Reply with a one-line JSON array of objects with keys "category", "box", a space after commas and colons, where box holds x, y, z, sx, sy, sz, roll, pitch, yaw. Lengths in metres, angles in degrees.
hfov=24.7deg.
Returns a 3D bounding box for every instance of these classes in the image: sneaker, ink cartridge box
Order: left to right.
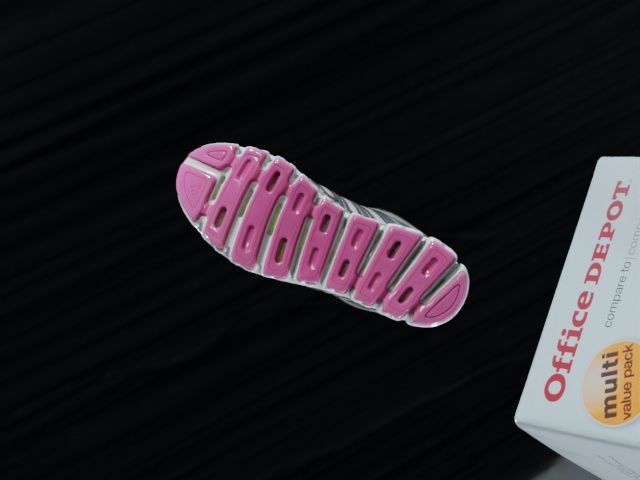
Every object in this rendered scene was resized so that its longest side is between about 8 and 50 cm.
[{"category": "sneaker", "box": [0.000, 0.000, 0.805, 0.170, 0.063, 0.075, 23, 178, 5]}, {"category": "ink cartridge box", "box": [0.193, 0.049, 0.580, 0.127, 0.128, 0.176, 32, 162, -37]}]
